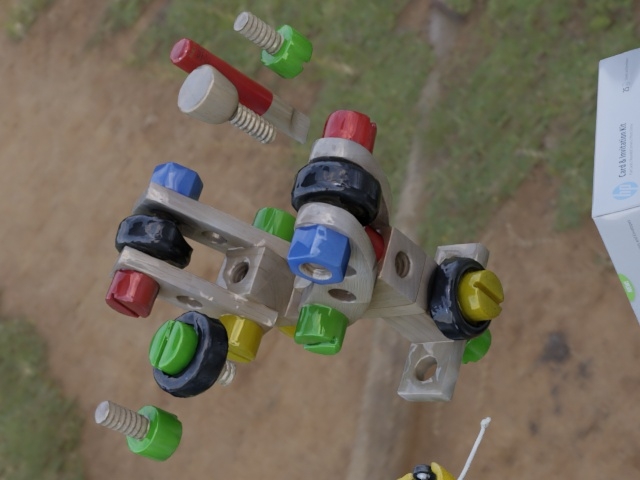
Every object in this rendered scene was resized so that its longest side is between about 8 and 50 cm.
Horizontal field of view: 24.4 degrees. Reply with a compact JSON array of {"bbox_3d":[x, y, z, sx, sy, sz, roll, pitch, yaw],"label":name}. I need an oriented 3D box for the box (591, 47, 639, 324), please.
[{"bbox_3d":[0.199,0.008,0.824,0.038,0.186,0.145,-14,36,23],"label":"box"}]

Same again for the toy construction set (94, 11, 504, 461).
[{"bbox_3d":[0.000,0.000,1.092,0.257,0.237,0.309,-36,42,29],"label":"toy construction set"}]

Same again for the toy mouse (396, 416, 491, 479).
[{"bbox_3d":[0.046,0.189,0.762,0.161,0.031,0.143,-42,30,40],"label":"toy mouse"}]
